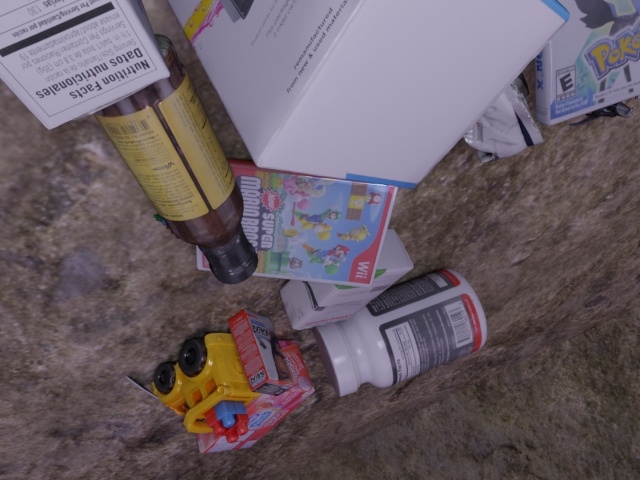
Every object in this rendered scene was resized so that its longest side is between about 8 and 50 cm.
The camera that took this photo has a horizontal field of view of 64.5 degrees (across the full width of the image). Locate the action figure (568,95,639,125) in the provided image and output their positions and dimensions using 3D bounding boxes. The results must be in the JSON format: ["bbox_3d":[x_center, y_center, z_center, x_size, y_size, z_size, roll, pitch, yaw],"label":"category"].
[{"bbox_3d":[0.493,-0.275,0.800,0.164,0.141,0.276,-24,144,-15],"label":"action figure"}]

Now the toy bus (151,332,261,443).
[{"bbox_3d":[-0.234,0.334,1.078,0.220,0.212,0.149,-39,146,21],"label":"toy bus"}]

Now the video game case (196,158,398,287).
[{"bbox_3d":[-0.045,-0.020,0.763,0.284,0.025,0.204,6,130,-4],"label":"video game case"}]

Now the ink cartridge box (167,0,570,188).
[{"bbox_3d":[0.015,-0.214,0.436,0.198,0.270,0.197,2,139,-44],"label":"ink cartridge box"}]

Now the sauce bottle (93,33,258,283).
[{"bbox_3d":[-0.163,-0.071,0.628,0.111,0.111,0.345,-22,136,-6],"label":"sauce bottle"}]

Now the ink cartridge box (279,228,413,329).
[{"bbox_3d":[0.043,0.077,0.980,0.160,0.093,0.219,-3,150,-39],"label":"ink cartridge box"}]

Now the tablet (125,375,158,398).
[{"bbox_3d":[-0.388,0.322,1.105,0.006,0.054,0.083,-55,153,-21],"label":"tablet"}]

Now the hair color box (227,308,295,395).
[{"bbox_3d":[-0.123,0.231,1.047,0.053,0.167,0.093,-36,145,14],"label":"hair color box"}]

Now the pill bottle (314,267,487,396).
[{"bbox_3d":[0.181,0.217,1.191,0.362,0.210,0.210,-18,145,-10],"label":"pill bottle"}]

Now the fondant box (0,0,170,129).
[{"bbox_3d":[-0.216,-0.260,0.265,0.096,0.238,0.330,-25,146,-4],"label":"fondant box"}]

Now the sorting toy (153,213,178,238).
[{"bbox_3d":[-0.212,-0.044,0.735,0.042,0.061,0.102,15,131,2],"label":"sorting toy"}]

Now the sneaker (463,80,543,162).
[{"bbox_3d":[0.219,-0.171,0.667,0.094,0.090,0.235,-23,147,27],"label":"sneaker"}]

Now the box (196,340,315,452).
[{"bbox_3d":[-0.175,0.382,1.238,0.154,0.142,0.300,11,131,-42],"label":"box"}]

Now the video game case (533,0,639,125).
[{"bbox_3d":[0.417,-0.336,0.637,0.328,0.036,0.300,-19,118,-7],"label":"video game case"}]

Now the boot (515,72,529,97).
[{"bbox_3d":[0.180,-0.219,0.720,0.178,0.085,0.236,-38,143,22],"label":"boot"}]
